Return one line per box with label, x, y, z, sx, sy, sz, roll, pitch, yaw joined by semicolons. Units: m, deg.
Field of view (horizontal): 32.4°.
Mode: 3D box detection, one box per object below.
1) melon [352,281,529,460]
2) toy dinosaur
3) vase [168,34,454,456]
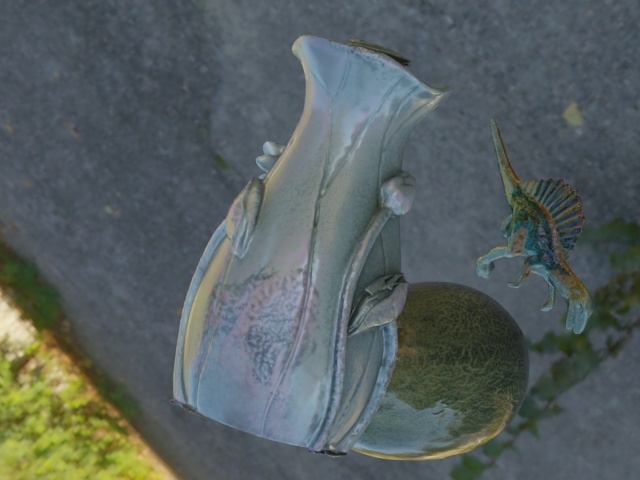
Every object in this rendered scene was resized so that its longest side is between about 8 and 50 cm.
melon;0.132;0.178;1.495;0.249;0.329;0.248;17;110;55
toy dinosaur;0.181;-0.017;0.916;0.044;0.187;0.106;8;171;-32
vase;0.000;0.000;1.226;0.250;0.445;0.250;17;-179;0
